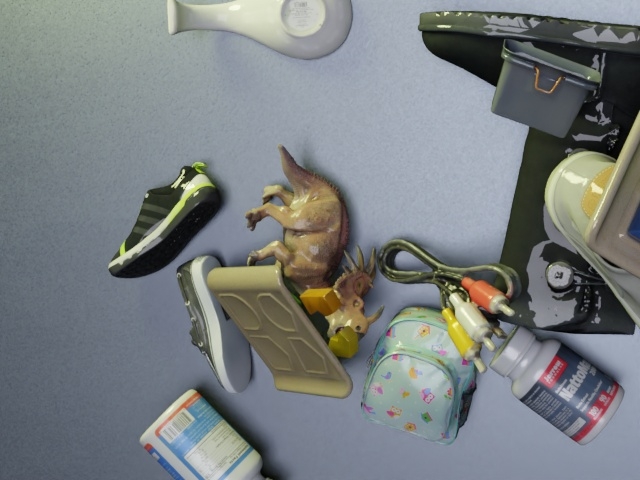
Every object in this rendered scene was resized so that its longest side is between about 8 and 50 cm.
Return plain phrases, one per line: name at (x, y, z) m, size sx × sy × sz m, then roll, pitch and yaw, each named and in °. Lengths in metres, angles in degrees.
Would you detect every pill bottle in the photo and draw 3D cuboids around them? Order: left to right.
pill bottle at (-0.172, 0.357, 1.798) m, size 0.221 × 0.124 × 0.124 m, roll 45°, pitch 105°, yaw 4°
pill bottle at (0.345, 0.209, 1.657) m, size 0.180 × 0.108 × 0.108 m, roll 36°, pitch 105°, yaw 6°

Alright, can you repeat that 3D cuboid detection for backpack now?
backpack at (0.153, 0.200, 1.688) m, size 0.166 × 0.144 × 0.188 m, roll 17°, pitch 99°, yaw 16°

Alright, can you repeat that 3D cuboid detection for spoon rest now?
spoon rest at (-0.090, -0.345, 1.707) m, size 0.277 × 0.084 × 0.137 m, roll 0°, pitch 100°, yaw 0°

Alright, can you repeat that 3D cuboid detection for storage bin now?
storage bin at (0.291, -0.196, 1.480) m, size 0.135 × 0.098 × 0.091 m, roll 20°, pitch 113°, yaw 4°

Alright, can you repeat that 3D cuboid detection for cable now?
cable at (0.180, 0.058, 1.619) m, size 0.287 × 0.072 × 0.139 m, roll 41°, pitch 114°, yaw 39°

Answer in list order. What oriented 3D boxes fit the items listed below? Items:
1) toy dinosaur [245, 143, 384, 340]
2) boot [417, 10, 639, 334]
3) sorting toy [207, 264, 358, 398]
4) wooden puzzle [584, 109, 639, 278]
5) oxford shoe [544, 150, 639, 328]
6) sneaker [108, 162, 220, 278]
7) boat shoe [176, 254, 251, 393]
toy dinosaur at (0.000, 0.000, 1.706) m, size 0.200 × 0.127 × 0.295 m, roll -1°, pitch 94°, yaw 14°
boot at (0.298, -0.097, 1.618) m, size 0.367 × 0.146 × 0.445 m, roll 9°, pitch 105°, yaw 14°
sorting toy at (-0.033, 0.132, 1.661) m, size 0.307 × 0.041 × 0.229 m, roll -4°, pitch 121°, yaw 55°
wooden puzzle at (0.531, -0.064, 1.416) m, size 0.348 × 0.080 × 0.322 m, roll 30°, pitch 80°, yaw -20°
oxford shoe at (0.485, 0.046, 1.517) m, size 0.449 × 0.130 × 0.169 m, roll 39°, pitch 87°, yaw -22°
sneaker at (-0.255, -0.033, 1.797) m, size 0.235 × 0.084 × 0.097 m, roll -40°, pitch 64°, yaw 15°
boat shoe at (-0.178, 0.138, 1.795) m, size 0.076 × 0.080 × 0.228 m, roll -13°, pitch 98°, yaw 33°
